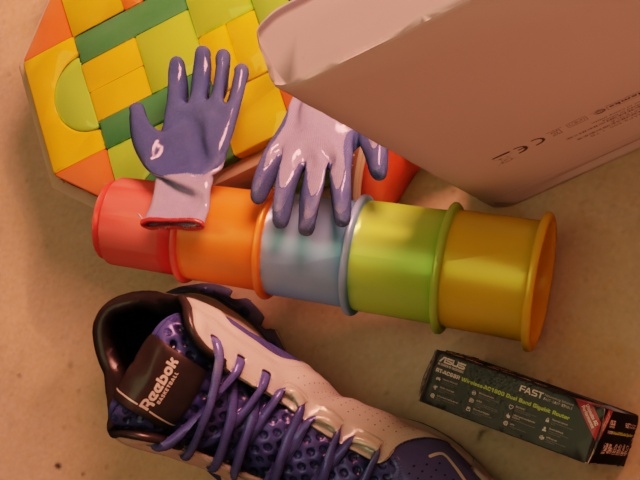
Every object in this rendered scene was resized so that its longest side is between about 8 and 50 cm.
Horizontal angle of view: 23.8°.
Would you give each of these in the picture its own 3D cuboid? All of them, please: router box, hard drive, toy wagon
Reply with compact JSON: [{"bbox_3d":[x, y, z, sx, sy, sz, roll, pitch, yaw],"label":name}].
[{"bbox_3d":[0.137,0.110,0.990,0.122,0.092,0.038,19,89,25],"label":"router box"},{"bbox_3d":[0.143,-0.110,0.879,0.233,0.353,0.047,-24,73,19],"label":"hard drive"},{"bbox_3d":[-0.067,-0.155,1.142,0.344,0.068,0.267,-24,72,19],"label":"toy wagon"}]

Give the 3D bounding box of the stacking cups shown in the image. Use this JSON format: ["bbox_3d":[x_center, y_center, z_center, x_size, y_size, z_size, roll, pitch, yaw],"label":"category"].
[{"bbox_3d":[0.000,0.000,1.044,0.316,0.096,0.096,11,86,17],"label":"stacking cups"}]

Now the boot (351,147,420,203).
[{"bbox_3d":[0.078,-0.074,1.070,0.085,0.059,0.158,28,92,21],"label":"boot"}]

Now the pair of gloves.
[{"bbox_3d":[-0.045,-0.072,1.038,0.198,0.023,0.159,-3,57,19],"label":"pair of gloves"}]

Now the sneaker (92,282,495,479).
[{"bbox_3d":[-0.047,0.130,1.021,0.315,0.182,0.127,34,97,26],"label":"sneaker"}]
